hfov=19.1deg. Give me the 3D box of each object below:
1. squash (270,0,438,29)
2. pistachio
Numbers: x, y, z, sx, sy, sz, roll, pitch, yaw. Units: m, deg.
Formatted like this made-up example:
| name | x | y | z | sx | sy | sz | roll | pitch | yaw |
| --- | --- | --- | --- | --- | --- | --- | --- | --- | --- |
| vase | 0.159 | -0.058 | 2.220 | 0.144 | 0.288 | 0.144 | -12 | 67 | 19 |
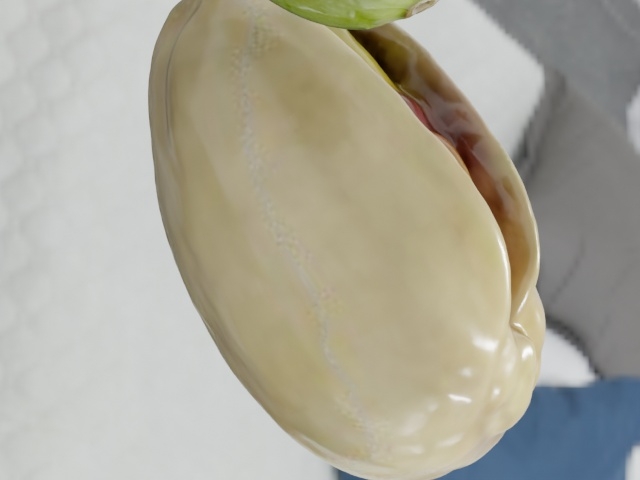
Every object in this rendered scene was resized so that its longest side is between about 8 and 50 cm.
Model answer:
| name | x | y | z | sx | sy | sz | roll | pitch | yaw |
| --- | --- | --- | --- | --- | --- | --- | --- | --- | --- |
| squash | -0.046 | -0.164 | 0.571 | 0.250 | 0.083 | 0.083 | 48 | 33 | 7 |
| pistachio | 0.000 | 0.000 | 0.699 | 0.200 | 0.145 | 0.117 | 55 | 34 | -2 |
